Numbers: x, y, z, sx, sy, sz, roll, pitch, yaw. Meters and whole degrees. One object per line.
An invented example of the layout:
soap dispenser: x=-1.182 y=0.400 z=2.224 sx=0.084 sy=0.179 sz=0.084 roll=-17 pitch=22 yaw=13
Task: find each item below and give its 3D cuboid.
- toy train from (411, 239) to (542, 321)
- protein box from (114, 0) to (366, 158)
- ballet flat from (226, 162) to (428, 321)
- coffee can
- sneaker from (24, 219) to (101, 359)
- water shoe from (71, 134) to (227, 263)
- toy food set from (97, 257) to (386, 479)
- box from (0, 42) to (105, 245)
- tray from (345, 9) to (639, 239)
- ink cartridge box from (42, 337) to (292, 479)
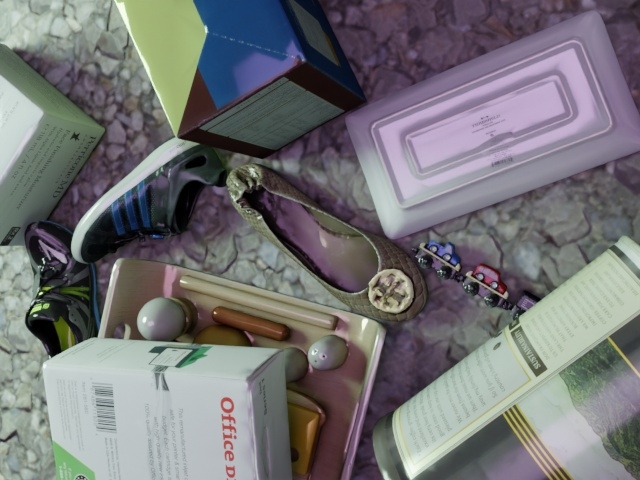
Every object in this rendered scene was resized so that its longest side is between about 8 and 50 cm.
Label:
toy train: x=0.162 y=0.042 z=0.769 sx=0.158 sy=0.027 sz=0.036 roll=31 pitch=95 yaw=15
protein box: x=-0.077 y=-0.204 z=0.753 sx=0.136 sy=0.201 sz=0.200 roll=-27 pitch=82 yaw=16
ballet flat: x=0.000 y=0.000 z=0.804 sx=0.250 sy=0.058 sz=0.084 roll=38 pitch=101 yaw=14
coffee can: x=0.212 y=0.157 z=0.663 sx=0.275 sy=0.201 sz=0.201 roll=-41 pitch=79 yaw=13
sneaker: x=-0.297 y=0.065 z=0.887 sx=0.067 sy=0.078 sz=0.188 roll=-17 pitch=84 yaw=17
water shoe: x=-0.190 y=-0.029 z=0.857 sx=0.203 sy=0.073 sz=0.080 roll=-43 pitch=80 yaw=13
toy food set: x=-0.099 y=0.158 z=0.817 sx=0.306 sy=0.092 sz=0.219 roll=14 pitch=94 yaw=17
box: x=-0.384 y=-0.115 z=0.893 sx=0.182 sy=0.119 sz=0.181 roll=39 pitch=101 yaw=13
tray: x=0.165 y=-0.111 z=0.768 sx=0.270 sy=0.030 sz=0.145 roll=-21 pitch=85 yaw=16
ink cartridge box: x=-0.143 y=0.185 z=0.751 sx=0.219 sy=0.092 sz=0.160 roll=1 pitch=102 yaw=19
